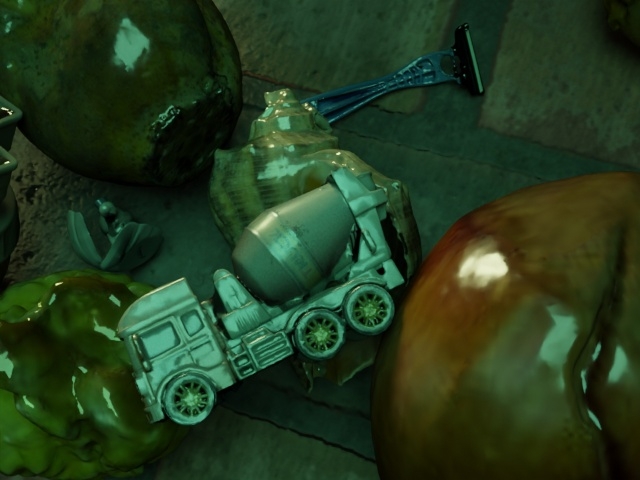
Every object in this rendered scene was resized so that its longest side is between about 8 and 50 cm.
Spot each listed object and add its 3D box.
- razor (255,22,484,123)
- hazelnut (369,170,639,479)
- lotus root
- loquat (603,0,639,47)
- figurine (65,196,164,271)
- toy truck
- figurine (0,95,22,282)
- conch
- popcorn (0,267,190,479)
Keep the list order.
[{"bbox_3d":[0.049,-0.158,1.082,0.253,0.042,0.082,-20,114,1],"label":"razor"},{"bbox_3d":[0.214,0.121,0.850,0.372,0.315,0.372,-3,116,-6],"label":"hazelnut"},{"bbox_3d":[-0.222,-0.202,1.016,0.250,0.250,0.346,-38,66,-6],"label":"lotus root"},{"bbox_3d":[0.371,-0.271,1.033,0.163,0.137,0.163,-8,56,12],"label":"loquat"},{"bbox_3d":[-0.222,-0.011,1.040,0.082,0.094,0.086,-37,67,-18],"label":"figurine"},{"bbox_3d":[-0.046,0.047,0.831,0.257,0.108,0.140,-25,85,-7],"label":"toy truck"},{"bbox_3d":[-0.385,-0.009,0.972,0.167,0.285,0.342,23,42,-4],"label":"figurine"},{"bbox_3d":[0.004,-0.008,0.985,0.210,0.159,0.291,-6,107,21],"label":"conch"},{"bbox_3d":[-0.230,0.124,0.921,0.237,0.251,0.206,10,81,12],"label":"popcorn"}]
